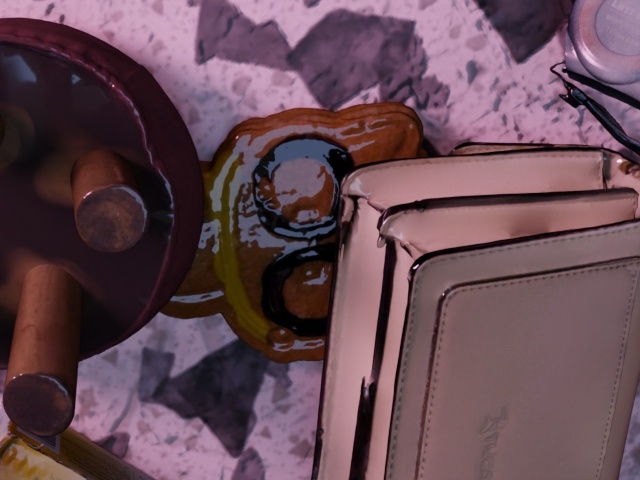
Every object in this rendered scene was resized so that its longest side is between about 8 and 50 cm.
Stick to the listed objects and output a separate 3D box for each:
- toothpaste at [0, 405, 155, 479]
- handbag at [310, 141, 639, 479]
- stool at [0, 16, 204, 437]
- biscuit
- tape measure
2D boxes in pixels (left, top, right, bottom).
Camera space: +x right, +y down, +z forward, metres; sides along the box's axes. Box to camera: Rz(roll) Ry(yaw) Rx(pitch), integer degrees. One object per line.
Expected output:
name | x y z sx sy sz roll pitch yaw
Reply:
toothpaste | -0.135 0.238 1.317 0.313 0.089 0.071 34 98 -16
handbag | 0.128 0.116 1.235 0.236 0.160 0.358 -5 120 -19
stool | -0.225 -0.010 1.144 0.272 0.178 0.272 1 110 4
biscuit | 0.000 0.000 1.259 0.290 0.041 0.208 -7 113 -2
tape measure | 0.252 -0.125 1.236 0.107 0.104 0.180 -58 142 -7
